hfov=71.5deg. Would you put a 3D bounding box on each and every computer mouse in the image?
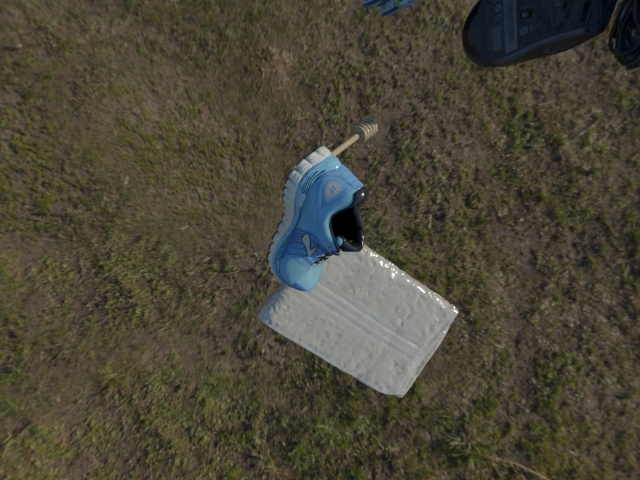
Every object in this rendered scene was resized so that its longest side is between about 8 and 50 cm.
[{"bbox_3d":[0.340,-0.322,0.645,0.072,0.272,0.189,-8,100,-41],"label":"computer mouse"}]

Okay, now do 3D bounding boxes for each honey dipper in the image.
[{"bbox_3d":[0.034,-0.140,0.671,0.030,0.030,0.160,48,54,-4],"label":"honey dipper"}]

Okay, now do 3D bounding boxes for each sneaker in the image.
[{"bbox_3d":[0.000,0.000,0.397,0.073,0.162,0.063,35,52,17],"label":"sneaker"}]

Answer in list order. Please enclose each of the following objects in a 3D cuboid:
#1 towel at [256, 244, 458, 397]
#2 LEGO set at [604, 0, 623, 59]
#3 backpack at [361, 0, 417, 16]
[{"bbox_3d":[0.066,0.113,0.697,0.282,0.049,0.187,35,90,-16],"label":"towel"},{"bbox_3d":[0.549,-0.333,0.581,0.331,0.255,0.192,24,55,21],"label":"LEGO set"},{"bbox_3d":[0.119,-0.420,0.727,0.105,0.114,0.084,-41,120,-28],"label":"backpack"}]
